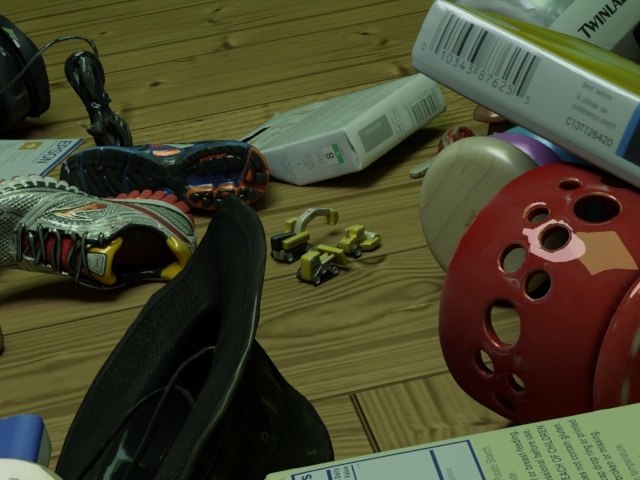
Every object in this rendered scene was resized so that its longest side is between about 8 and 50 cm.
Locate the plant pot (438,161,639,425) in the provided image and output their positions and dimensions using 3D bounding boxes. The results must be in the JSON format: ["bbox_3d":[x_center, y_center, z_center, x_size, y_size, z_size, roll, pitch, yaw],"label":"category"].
[{"bbox_3d":[0.204,0.056,1.251,0.191,0.191,0.174,-23,29,-30],"label":"plant pot"}]

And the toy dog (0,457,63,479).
[{"bbox_3d":[-0.166,0.262,0.859,0.161,0.220,0.334,-14,30,-8],"label":"toy dog"}]

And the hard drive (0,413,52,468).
[{"bbox_3d":[-0.297,0.228,1.206,0.210,0.040,0.319,-14,23,3],"label":"hard drive"}]

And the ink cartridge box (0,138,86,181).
[{"bbox_3d":[-0.444,-0.017,1.829,0.330,0.071,0.324,3,26,18],"label":"ink cartridge box"}]

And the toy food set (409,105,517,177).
[{"bbox_3d":[0.182,-0.094,1.764,0.128,0.071,0.218,-24,27,-31],"label":"toy food set"}]

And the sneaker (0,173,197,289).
[{"bbox_3d":[-0.221,-0.004,1.652,0.225,0.088,0.093,0,28,-13],"label":"sneaker"}]

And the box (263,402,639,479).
[{"bbox_3d":[0.111,0.210,0.887,0.243,0.213,0.117,-10,22,-2],"label":"box"}]

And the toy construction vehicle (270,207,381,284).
[{"bbox_3d":[0.000,0.000,1.658,0.098,0.035,0.086,-27,28,-36],"label":"toy construction vehicle"}]

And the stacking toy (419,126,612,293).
[{"bbox_3d":[0.238,-0.058,1.611,0.141,0.141,0.330,11,23,40],"label":"stacking toy"}]

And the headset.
[{"bbox_3d":[-0.392,-0.141,2.070,0.394,0.185,0.243,-12,21,36],"label":"headset"}]

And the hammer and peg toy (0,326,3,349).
[{"bbox_3d":[-0.435,0.103,1.462,0.361,0.127,0.266,-15,23,-13],"label":"hammer and peg toy"}]

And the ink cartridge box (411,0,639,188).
[{"bbox_3d":[0.271,-0.084,1.374,0.303,0.072,0.307,30,18,33],"label":"ink cartridge box"}]

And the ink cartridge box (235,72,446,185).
[{"bbox_3d":[-0.003,-0.106,1.920,0.225,0.056,0.181,-15,15,40],"label":"ink cartridge box"}]

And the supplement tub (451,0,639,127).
[{"bbox_3d":[0.305,-0.269,1.840,0.338,0.207,0.207,-45,36,-21],"label":"supplement tub"}]

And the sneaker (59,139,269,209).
[{"bbox_3d":[-0.156,-0.062,1.832,0.221,0.083,0.087,0,10,8],"label":"sneaker"}]

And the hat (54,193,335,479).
[{"bbox_3d":[-0.068,0.140,1.161,0.134,0.331,0.331,26,18,-15],"label":"hat"}]
